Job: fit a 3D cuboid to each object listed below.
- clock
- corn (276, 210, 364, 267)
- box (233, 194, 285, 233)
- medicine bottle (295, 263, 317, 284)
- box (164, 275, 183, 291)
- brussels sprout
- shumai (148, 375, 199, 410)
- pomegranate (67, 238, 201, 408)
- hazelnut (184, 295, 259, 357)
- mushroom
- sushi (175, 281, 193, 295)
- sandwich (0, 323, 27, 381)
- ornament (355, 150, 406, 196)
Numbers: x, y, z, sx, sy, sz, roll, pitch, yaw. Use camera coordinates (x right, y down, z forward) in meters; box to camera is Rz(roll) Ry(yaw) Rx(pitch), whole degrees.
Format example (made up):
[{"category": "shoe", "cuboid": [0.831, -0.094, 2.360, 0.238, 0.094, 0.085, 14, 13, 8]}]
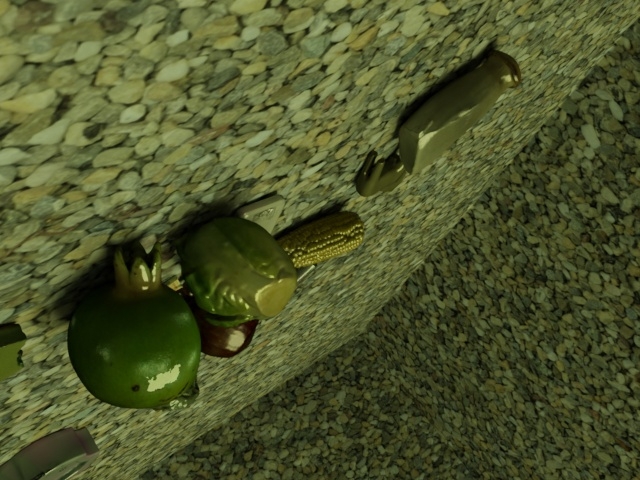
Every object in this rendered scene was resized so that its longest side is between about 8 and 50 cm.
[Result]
[{"category": "clock", "cuboid": [-0.862, 0.718, 2.057, 0.339, 0.102, 0.338, -36, 164, -12]}, {"category": "corn", "cuboid": [0.000, 0.000, 1.967, 0.347, 0.130, 0.130, -23, 157, -35]}, {"category": "box", "cuboid": [-0.184, -0.009, 1.694, 0.142, 0.044, 0.285, -25, 159, -35]}, {"category": "medicine bottle", "cuboid": [-0.097, 0.133, 2.236, 0.199, 0.057, 0.058, -44, 163, 13]}, {"category": "box", "cuboid": [-0.378, 0.123, 1.672, 0.058, 0.015, 0.093, -37, 163, -14]}, {"category": "brussels sprout", "cuboid": [-0.202, 0.072, 1.508, 0.227, 0.294, 0.259, -52, 146, -22]}, {"category": "shumai", "cuboid": [-0.472, 0.363, 1.913, 0.225, 0.221, 0.261, -6, -178, -43]}, {"category": "pomegranate", "cuboid": [-0.403, 0.181, 1.360, 0.216, 0.310, 0.358, -17, 120, -38]}, {"category": "hazelnut", "cuboid": [-0.281, 0.221, 1.813, 0.218, 0.218, 0.234, -18, 154, -52]}, {"category": "mushroom", "cuboid": [0.363, -0.358, 1.794, 0.407, 0.137, 0.154, -44, 135, 1]}, {"category": "sushi", "cuboid": [-0.309, 0.096, 1.679, 0.120, 0.055, 0.052, -46, 178, -2]}, {"category": "sandwich", "cuboid": [-0.661, 0.222, 1.248, 0.212, 0.063, 0.245, -35, 164, -26]}, {"category": "ornament", "cuboid": [0.196, -0.199, 1.979, 0.230, 0.061, 0.244, -30, 159, -34]}]
